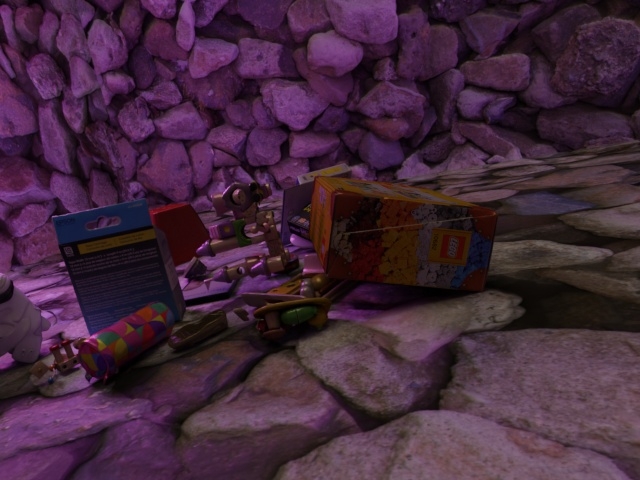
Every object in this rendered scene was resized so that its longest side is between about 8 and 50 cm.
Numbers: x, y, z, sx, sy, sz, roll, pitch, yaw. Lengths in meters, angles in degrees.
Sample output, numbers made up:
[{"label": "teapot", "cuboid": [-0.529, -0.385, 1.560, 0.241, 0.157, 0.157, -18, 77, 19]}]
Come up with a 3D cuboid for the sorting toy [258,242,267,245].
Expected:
[{"label": "sorting toy", "cuboid": [-0.221, 0.005, 1.962, 0.075, 0.045, 0.083, -16, 12, 16]}]

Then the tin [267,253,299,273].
[{"label": "tin", "cuboid": [-0.148, 0.076, 1.603, 0.106, 0.040, 0.189, -15, 13, -32]}]

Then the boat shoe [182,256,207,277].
[{"label": "boat shoe", "cuboid": [-0.438, 0.109, 1.643, 0.075, 0.064, 0.206, -61, 9, -19]}]

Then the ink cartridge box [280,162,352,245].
[{"label": "ink cartridge box", "cuboid": [-0.034, -0.138, 1.868, 0.307, 0.304, 0.072, -16, 49, -25]}]

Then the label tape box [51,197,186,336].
[{"label": "label tape box", "cuboid": [-0.538, 0.072, 1.274, 0.248, 0.348, 0.115, -13, 13, -4]}]

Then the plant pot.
[{"label": "plant pot", "cuboid": [-0.666, -0.030, 2.065, 0.267, 0.236, 0.267, 1, 18, 45]}]

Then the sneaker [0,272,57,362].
[{"label": "sneaker", "cuboid": [-0.846, 0.281, 1.161, 0.137, 0.210, 0.366, 4, 54, 50]}]

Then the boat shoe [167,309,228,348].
[{"label": "boat shoe", "cuboid": [-0.290, 0.222, 1.119, 0.056, 0.048, 0.153, 18, 37, 41]}]

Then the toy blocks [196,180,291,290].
[{"label": "toy blocks", "cuboid": [-0.255, -0.014, 1.371, 0.259, 0.289, 0.309, -15, 7, 2]}]

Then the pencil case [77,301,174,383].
[{"label": "pencil case", "cuboid": [-0.446, 0.231, 1.089, 0.104, 0.105, 0.236, -5, 17, 26]}]

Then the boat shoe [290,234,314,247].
[{"label": "boat shoe", "cuboid": [0.000, 0.000, 1.729, 0.219, 0.078, 0.070, -4, -28, 10]}]

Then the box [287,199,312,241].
[{"label": "box", "cuboid": [0.048, -0.068, 1.680, 0.270, 0.060, 0.216, 24, 51, 35]}]

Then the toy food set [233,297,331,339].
[{"label": "toy food set", "cuboid": [-0.076, 0.183, 1.038, 0.217, 0.071, 0.128, -7, -21, -8]}]

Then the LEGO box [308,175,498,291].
[{"label": "LEGO box", "cuboid": [0.176, -0.044, 1.257, 0.372, 0.193, 0.500, 6, 11, -7]}]

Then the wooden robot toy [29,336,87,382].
[{"label": "wooden robot toy", "cuboid": [-0.604, 0.274, 1.110, 0.079, 0.076, 0.173, -14, 7, 45]}]

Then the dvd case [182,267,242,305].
[{"label": "dvd case", "cuboid": [-0.360, 0.150, 1.506, 0.180, 0.022, 0.253, -11, 13, 3]}]

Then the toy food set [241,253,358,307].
[{"label": "toy food set", "cuboid": [-0.039, 0.101, 1.277, 0.219, 0.093, 0.306, -2, 16, 35]}]
